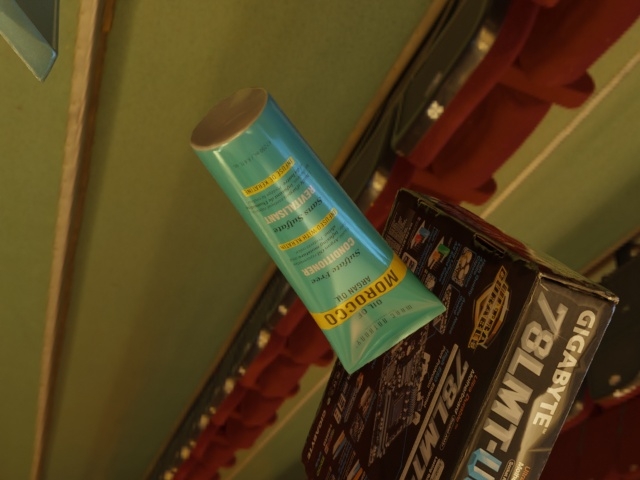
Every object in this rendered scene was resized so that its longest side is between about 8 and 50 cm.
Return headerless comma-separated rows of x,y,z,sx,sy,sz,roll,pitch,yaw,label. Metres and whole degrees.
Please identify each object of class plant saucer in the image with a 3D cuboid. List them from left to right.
-0.175,-0.160,0.495,0.018,0.192,0.067,-29,127,6,plant saucer

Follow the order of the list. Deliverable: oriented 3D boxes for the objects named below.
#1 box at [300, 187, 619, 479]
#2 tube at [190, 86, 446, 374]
0.084,0.126,0.689,0.073,0.296,0.293,17,-171,-17,box
0.000,0.000,0.525,0.080,0.052,0.207,-32,124,9,tube
